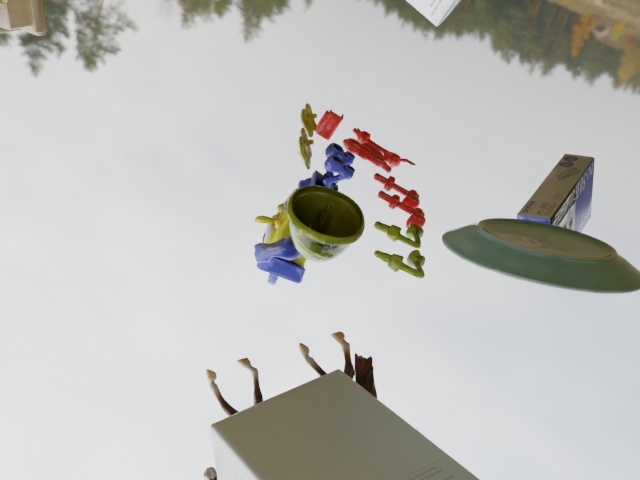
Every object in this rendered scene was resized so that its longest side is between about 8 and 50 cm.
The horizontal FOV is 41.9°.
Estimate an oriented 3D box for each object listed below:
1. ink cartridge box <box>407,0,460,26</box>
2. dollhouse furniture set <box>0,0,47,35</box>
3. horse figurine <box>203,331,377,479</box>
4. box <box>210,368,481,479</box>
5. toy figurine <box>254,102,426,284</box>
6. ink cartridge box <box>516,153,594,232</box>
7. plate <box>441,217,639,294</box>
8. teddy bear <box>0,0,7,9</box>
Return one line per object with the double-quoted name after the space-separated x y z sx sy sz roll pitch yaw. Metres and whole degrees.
0.056 -0.215 0.504 0.135 0.099 0.056 41 166 0 "ink cartridge box"
-0.171 -0.214 0.579 0.101 0.161 0.182 -23 -145 -37 "dollhouse furniture set"
-0.028 0.216 1.026 0.263 0.174 0.066 -14 173 -24 "horse figurine"
0.053 0.314 0.807 0.168 0.215 0.345 -19 -150 -28 "box"
0.000 0.000 1.097 0.191 0.217 0.362 28 -153 -14 "toy figurine"
0.317 -0.033 1.122 0.046 0.097 0.207 11 -149 29 "ink cartridge box"
0.207 0.007 0.773 0.188 0.024 0.188 9 -164 -3 "plate"
-0.357 -0.181 0.470 0.245 0.338 0.113 66 179 -47 "teddy bear"
